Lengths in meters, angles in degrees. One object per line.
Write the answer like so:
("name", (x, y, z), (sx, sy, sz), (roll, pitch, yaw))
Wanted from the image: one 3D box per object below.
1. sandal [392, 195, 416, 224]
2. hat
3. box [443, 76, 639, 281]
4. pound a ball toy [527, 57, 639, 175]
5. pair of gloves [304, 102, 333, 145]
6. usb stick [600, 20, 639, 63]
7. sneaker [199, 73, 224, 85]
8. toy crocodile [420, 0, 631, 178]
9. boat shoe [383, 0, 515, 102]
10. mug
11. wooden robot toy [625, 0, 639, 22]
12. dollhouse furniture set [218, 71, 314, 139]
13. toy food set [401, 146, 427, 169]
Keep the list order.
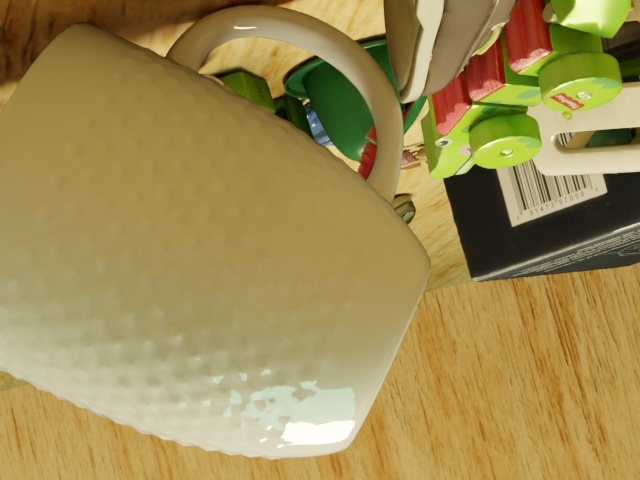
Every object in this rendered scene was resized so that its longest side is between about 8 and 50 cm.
("sandal", (0.001, 0.000, 2.334), (0.303, 0.086, 0.120), (-28, 168, -12))
("hat", (0.061, -0.089, 1.509), (0.209, 0.183, 0.173), (-9, 170, -29))
("box", (0.383, -0.095, 1.905), (0.294, 0.211, 0.395), (-22, 168, 37))
("pound a ball toy", (0.392, -0.154, 1.566), (0.319, 0.135, 0.208), (-1, -145, 43))
("pair of gloves", (0.007, -0.129, 1.705), (0.198, 0.023, 0.159), (-9, 168, -34))
("usb stick", (0.342, -0.221, 1.528), (0.278, 0.045, 0.077), (-17, -149, 19))
("sneaker", (-0.190, -0.094, 1.404), (0.232, 0.090, 0.115), (-21, 166, 30))
("toy crocodile", (0.163, -0.148, 1.312), (0.105, 0.115, 0.340), (2, 160, -23))
("boat shoe", (0.104, -0.192, 1.179), (0.097, 0.116, 0.324), (-11, 165, -4))
("mug", (-0.075, -0.020, 1.212), (0.328, 0.374, 0.276), (25, 160, 1))
("wooden robot toy", (0.375, -0.241, 1.456), (0.173, 0.076, 0.079), (-22, 179, 43))
("dollhouse furniture set", (-0.073, 0.008, 1.514), (0.151, 0.301, 0.197), (-19, 172, 16))
("toy food set", (0.129, -0.110, 2.034), (0.078, 0.019, 0.122), (-14, 179, 1))
